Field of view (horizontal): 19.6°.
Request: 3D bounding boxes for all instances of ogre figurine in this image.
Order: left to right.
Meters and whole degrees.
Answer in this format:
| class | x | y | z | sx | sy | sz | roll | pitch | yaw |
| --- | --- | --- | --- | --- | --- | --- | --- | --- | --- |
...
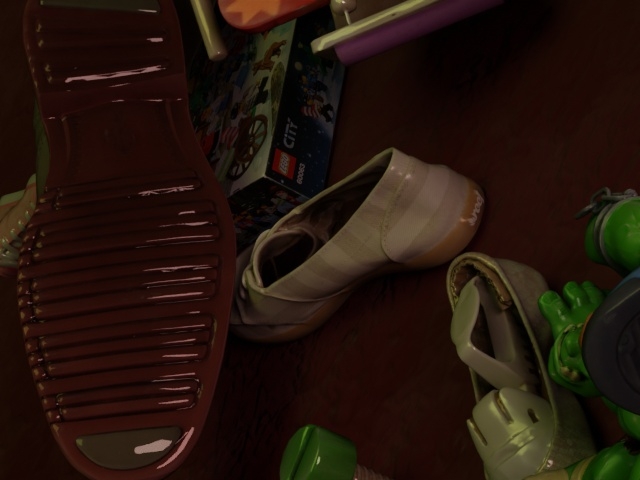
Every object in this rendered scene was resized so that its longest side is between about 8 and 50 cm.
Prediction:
| class | x | y | z | sx | sy | sz | roll | pitch | yaw |
| --- | --- | --- | --- | --- | --- | --- | --- | --- | --- |
| ogre figurine | 0.128 | 0.059 | 0.725 | 0.197 | 0.097 | 0.118 | -60 | 5 | -28 |

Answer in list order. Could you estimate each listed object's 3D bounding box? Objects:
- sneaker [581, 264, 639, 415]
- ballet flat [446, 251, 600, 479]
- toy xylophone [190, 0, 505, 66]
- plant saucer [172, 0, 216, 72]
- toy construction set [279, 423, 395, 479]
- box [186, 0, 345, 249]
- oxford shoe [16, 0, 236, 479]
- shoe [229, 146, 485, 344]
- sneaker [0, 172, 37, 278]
| class | x | y | z | sx | sy | sz | roll | pitch | yaw |
| --- | --- | --- | --- | --- | --- | --- | --- | --- | --- |
| sneaker | 0.185 | -0.006 | 0.653 | 0.209 | 0.069 | 0.082 | -30 | 20 | 6 |
| ballet flat | 0.083 | 0.071 | 0.826 | 0.057 | 0.052 | 0.168 | -47 | 32 | 28 |
| toy xylophone | -0.003 | -0.231 | 1.052 | 0.236 | 0.081 | 0.322 | -29 | 68 | 13 |
| plant saucer | -0.109 | -0.248 | 1.262 | 0.310 | 0.050 | 0.310 | -172 | 90 | -71 |
| toy construction set | -0.153 | 0.221 | 0.900 | 0.309 | 0.237 | 0.257 | -30 | 42 | 47 |
| box | -0.045 | -0.104 | 1.206 | 0.159 | 0.044 | 0.233 | -28 | 43 | 48 |
| oxford shoe | -0.113 | 0.001 | 1.106 | 0.130 | 0.123 | 0.348 | 94 | 173 | -57 |
| shoe | 0.000 | 0.000 | 1.024 | 0.219 | 0.058 | 0.076 | -27 | 44 | 49 |
| sneaker | -0.217 | -0.006 | 1.413 | 0.134 | 0.051 | 0.070 | -19 | 52 | 57 |
